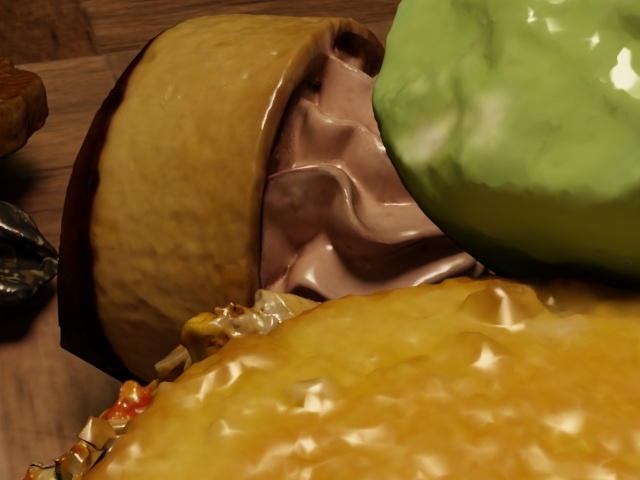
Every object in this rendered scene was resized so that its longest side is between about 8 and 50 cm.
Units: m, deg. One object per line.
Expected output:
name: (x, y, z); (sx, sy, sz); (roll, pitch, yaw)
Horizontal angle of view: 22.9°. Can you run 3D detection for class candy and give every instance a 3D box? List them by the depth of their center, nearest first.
candy: (0.152, -0.010, 0.636); (0.142, 0.343, 0.132); (-2, 69, 32)

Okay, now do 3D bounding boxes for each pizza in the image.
pizza: (-0.055, 0.086, 0.646); (0.199, 0.188, 0.062); (-24, 58, 5)

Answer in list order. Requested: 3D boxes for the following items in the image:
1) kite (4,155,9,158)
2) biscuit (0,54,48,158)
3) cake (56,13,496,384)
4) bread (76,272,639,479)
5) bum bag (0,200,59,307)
kite: (-0.318, -0.062, 1.024); (0.241, 0.014, 0.183); (-3, 33, -2)
biscuit: (-0.292, -0.063, 0.923); (0.257, 0.049, 0.273); (-3, 19, 2)
cake: (0.000, 0.000, 0.743); (0.178, 0.207, 0.185); (20, 19, 21)
bread: (0.026, 0.119, 0.511); (0.340, 0.194, 0.179); (-21, 47, -23)
bum bag: (-0.259, 0.019, 0.825); (0.248, 0.069, 0.102); (-8, 36, -14)
